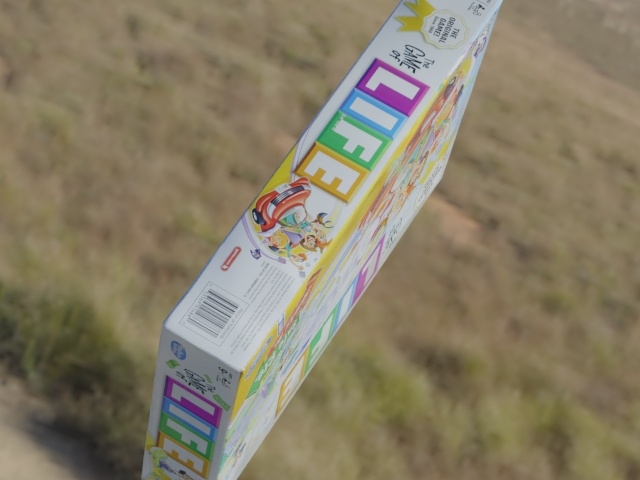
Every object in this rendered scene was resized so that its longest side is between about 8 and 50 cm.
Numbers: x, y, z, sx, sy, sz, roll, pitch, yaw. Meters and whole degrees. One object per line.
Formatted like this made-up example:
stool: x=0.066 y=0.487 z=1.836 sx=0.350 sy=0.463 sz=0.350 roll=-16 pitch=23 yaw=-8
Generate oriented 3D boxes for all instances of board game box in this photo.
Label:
board game box: x=0.000 y=0.000 z=0.586 sx=0.026 sy=0.154 sz=0.103 roll=30 pitch=-30 yaw=9
